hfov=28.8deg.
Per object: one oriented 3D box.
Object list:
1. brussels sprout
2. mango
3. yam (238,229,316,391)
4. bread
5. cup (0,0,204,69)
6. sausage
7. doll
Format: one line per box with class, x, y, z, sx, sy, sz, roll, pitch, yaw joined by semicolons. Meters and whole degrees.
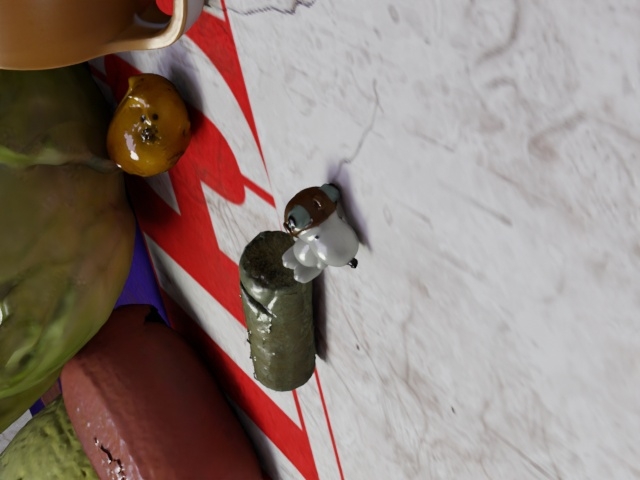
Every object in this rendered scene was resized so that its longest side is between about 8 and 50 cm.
brussels sprout;-0.352;-0.003;1.192;0.342;0.425;0.361;46;-162;2
mango;-0.135;-0.088;0.987;0.127;0.063;0.077;166;116;-73
yam;-0.030;0.055;0.902;0.054;0.054;0.132;50;156;37
bread;-0.233;0.318;1.482;0.321;0.237;0.320;61;175;9
cup;-0.176;-0.240;0.804;0.226;0.182;0.264;23;139;12
sausage;-0.163;0.186;1.258;0.280;0.152;0.152;57;159;25
doll;-0.004;-0.004;0.794;0.058;0.040;0.085;57;161;-8
